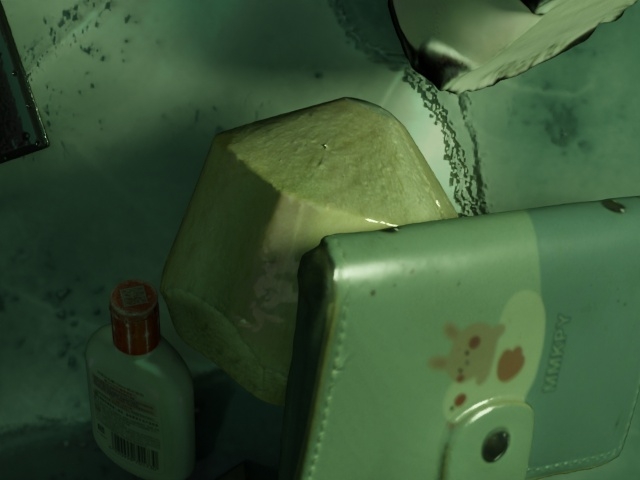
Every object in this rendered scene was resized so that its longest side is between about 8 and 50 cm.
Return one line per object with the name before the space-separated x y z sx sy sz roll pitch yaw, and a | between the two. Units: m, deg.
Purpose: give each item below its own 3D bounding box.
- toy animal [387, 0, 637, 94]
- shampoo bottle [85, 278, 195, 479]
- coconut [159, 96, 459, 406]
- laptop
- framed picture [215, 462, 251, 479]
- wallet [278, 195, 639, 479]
toy animal | 0.109 -0.292 1.383 0.251 0.251 0.310 -30 83 12
shampoo bottle | -0.157 0.122 1.504 0.108 0.051 0.221 26 140 21
coconut | 0.000 0.000 1.432 0.239 0.239 0.244 23 106 6
laptop | -0.332 -0.150 1.580 0.129 0.016 0.180 -17 95 13
framed picture | -0.139 0.331 1.481 0.211 0.289 0.020 -32 116 12
wallet | 0.127 0.097 1.380 0.360 0.083 0.252 -8 114 -33
